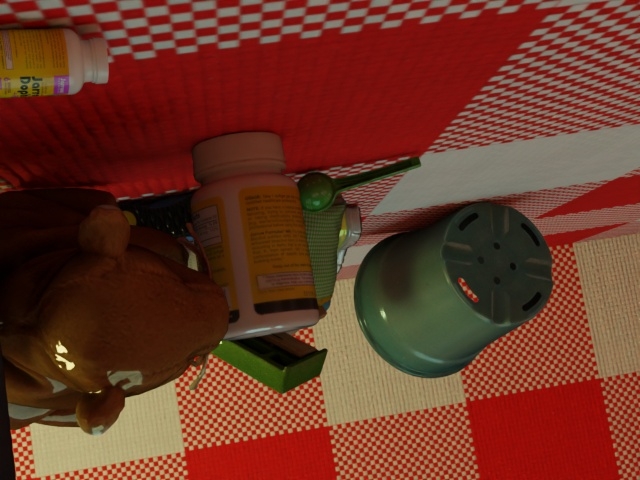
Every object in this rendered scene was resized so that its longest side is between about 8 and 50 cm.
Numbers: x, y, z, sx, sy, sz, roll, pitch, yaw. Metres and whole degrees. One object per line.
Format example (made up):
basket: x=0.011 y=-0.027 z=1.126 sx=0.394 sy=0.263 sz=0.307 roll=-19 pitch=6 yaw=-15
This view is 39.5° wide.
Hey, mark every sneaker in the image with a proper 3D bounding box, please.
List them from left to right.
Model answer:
sneaker: x=-0.215 y=-0.022 z=1.202 sx=0.209 sy=0.069 sz=0.082 roll=-10 pitch=177 yaw=3
sneaker: x=0.000 y=0.000 z=1.580 sx=0.094 sy=0.081 sz=0.208 roll=2 pitch=147 yaw=-18

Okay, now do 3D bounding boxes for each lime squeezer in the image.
lime squeezer: x=-0.026 y=-0.076 z=1.149 sx=0.310 sy=0.059 sz=0.110 roll=-4 pitch=142 yaw=-26

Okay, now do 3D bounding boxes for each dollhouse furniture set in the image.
dollhouse furniture set: x=-0.010 y=0.059 z=1.256 sx=0.151 sy=0.197 sz=0.301 roll=22 pitch=-161 yaw=27

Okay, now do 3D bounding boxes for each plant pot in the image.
plant pot: x=0.287 y=0.090 z=1.861 sx=0.341 sy=0.341 sz=0.334 roll=-7 pitch=164 yaw=-23

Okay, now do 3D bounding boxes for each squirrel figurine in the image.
squirrel figurine: x=-0.290 y=0.070 z=0.841 sx=0.397 sy=0.281 sz=0.370 roll=9 pitch=177 yaw=-34

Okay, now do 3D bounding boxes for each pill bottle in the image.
pill bottle: x=-0.182 y=-0.116 z=0.579 sx=0.083 sy=0.043 sz=0.043 roll=-7 pitch=173 yaw=-21
pill bottle: x=-0.074 y=-0.003 z=0.953 sx=0.119 sy=0.208 sz=0.119 roll=-9 pitch=173 yaw=-1

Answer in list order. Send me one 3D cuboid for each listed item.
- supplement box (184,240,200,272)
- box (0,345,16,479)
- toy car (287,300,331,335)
supplement box: x=-0.152 y=0.056 z=1.388 sx=0.129 sy=0.194 sz=0.191 roll=-12 pitch=173 yaw=26
box: x=-0.375 y=0.090 z=0.538 sx=0.294 sy=0.395 sz=0.212 roll=-12 pitch=173 yaw=20
toy car: x=-0.132 y=0.063 z=1.735 sx=0.238 sy=0.210 sz=0.219 roll=19 pitch=-154 yaw=34
